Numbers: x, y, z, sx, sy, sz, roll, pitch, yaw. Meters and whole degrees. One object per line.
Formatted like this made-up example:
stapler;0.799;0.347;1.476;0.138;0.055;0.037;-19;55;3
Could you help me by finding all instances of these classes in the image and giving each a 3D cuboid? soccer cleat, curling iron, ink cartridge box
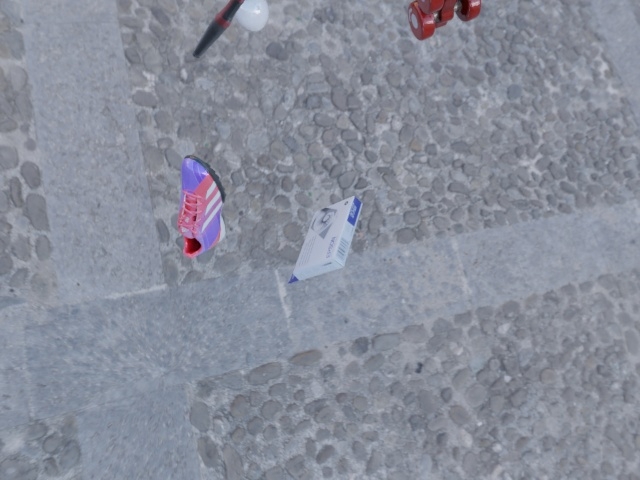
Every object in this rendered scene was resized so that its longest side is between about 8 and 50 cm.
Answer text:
soccer cleat;-0.305;-0.072;1.160;0.109;0.318;0.116;32;58;14
curling iron;-0.192;-0.423;0.879;0.068;0.274;0.035;38;63;-16
ink cartridge box;0.000;0.000;1.294;0.045;0.224;0.223;39;50;-27

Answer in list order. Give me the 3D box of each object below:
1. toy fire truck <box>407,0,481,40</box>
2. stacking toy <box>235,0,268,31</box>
toy fire truck;0.292;-0.684;1.184;0.169;0.302;0.254;-23;84;1
stacking toy;-0.261;-0.933;1.517;0.351;0.351;0.479;-29;120;-23
